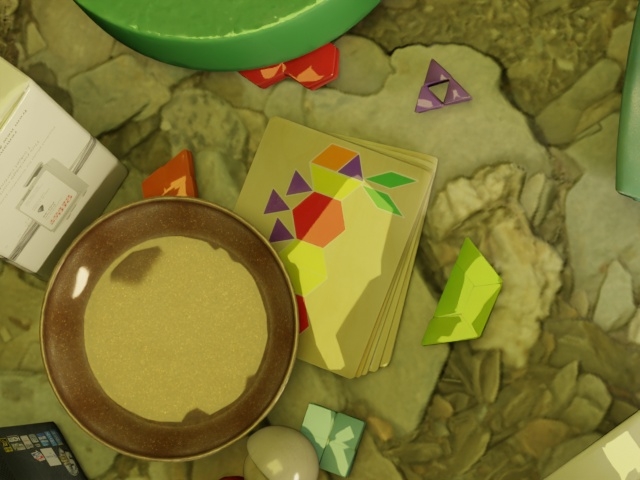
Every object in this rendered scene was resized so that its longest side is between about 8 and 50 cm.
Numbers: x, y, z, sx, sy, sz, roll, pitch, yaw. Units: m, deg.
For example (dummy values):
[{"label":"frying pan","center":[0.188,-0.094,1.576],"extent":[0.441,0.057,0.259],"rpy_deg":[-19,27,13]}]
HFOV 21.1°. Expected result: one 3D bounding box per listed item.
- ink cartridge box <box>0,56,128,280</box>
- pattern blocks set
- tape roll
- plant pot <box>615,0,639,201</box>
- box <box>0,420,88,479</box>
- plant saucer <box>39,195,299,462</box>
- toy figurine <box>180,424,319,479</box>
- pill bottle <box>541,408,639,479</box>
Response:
[{"label":"ink cartridge box","center":[-0.277,-0.089,1.235],"extent":[0.207,0.283,0.117],"rpy_deg":[35,86,11]},{"label":"pattern blocks set","center":[0.000,0.000,1.311],"extent":[0.285,0.026,0.325],"rpy_deg":[29,89,11]},{"label":"tape roll","center":[-0.073,-0.293,1.315],"extent":[0.321,0.077,0.321],"rpy_deg":[-3,77,11]},{"label":"plant pot","center":[0.298,-0.127,1.218],"extent":[0.165,0.165,0.234],"rpy_deg":[18,94,10]},{"label":"box","center":[-0.207,0.223,1.213],"extent":[0.059,0.232,0.183],"rpy_deg":[-32,80,10]},{"label":"plant saucer","center":[-0.111,0.066,1.289],"extent":[0.198,0.036,0.199],"rpy_deg":[-1,84,10]},{"label":"toy figurine","center":[-0.028,0.245,1.192],"extent":[0.213,0.209,0.148],"rpy_deg":[44,108,12]},{"label":"pill bottle","center":[0.295,0.263,1.154],"extent":[0.188,0.188,0.334],"rpy_deg":[-37,80,3]}]
